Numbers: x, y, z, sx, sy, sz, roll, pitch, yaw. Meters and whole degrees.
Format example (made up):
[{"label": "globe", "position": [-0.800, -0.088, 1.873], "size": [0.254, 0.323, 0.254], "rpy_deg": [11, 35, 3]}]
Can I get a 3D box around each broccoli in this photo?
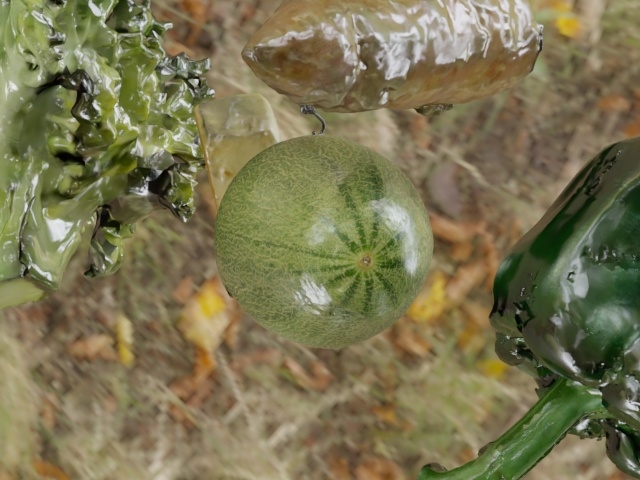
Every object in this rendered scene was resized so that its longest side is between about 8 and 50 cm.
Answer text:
[{"label": "broccoli", "position": [-0.251, -0.087, 1.497], "size": [0.334, 0.324, 0.272], "rpy_deg": [-13, 94, 11]}]

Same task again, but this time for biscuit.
[{"label": "biscuit", "position": [-0.050, -0.032, 1.405], "size": [0.056, 0.052, 0.188], "rpy_deg": [-14, 146, -3]}]

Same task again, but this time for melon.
[{"label": "melon", "position": [0.000, 0.000, 1.278], "size": [0.139, 0.192, 0.139], "rpy_deg": [-3, 98, -18]}]

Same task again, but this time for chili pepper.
[{"label": "chili pepper", "position": [0.165, 0.064, 1.093], "size": [0.165, 0.174, 0.261], "rpy_deg": [34, 81, 4]}]

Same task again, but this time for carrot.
[{"label": "carrot", "position": [0.033, -0.117, 1.145], "size": [0.263, 0.102, 0.102], "rpy_deg": [-17, 119, -56]}]

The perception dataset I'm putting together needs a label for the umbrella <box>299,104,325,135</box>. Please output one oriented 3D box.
[{"label": "umbrella", "position": [-0.022, -0.116, 1.513], "size": [0.022, 0.013, 0.122], "rpy_deg": [-65, 146, -18]}]
